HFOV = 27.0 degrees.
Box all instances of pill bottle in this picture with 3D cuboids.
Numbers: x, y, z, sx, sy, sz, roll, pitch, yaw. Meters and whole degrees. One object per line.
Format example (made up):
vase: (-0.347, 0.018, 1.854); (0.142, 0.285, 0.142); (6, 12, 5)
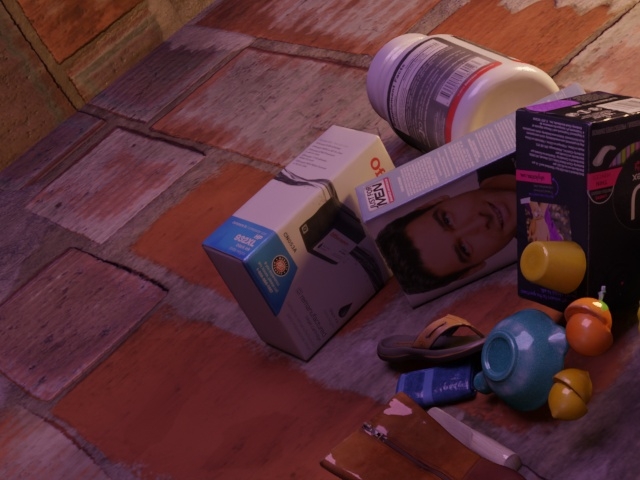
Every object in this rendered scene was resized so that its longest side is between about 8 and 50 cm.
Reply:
pill bottle: (0.235, -0.235, 2.272); (0.210, 0.210, 0.363); (-36, 30, -9)

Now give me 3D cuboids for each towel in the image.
towel: (0.162, 0.203, 1.870); (0.119, 0.029, 0.067); (-15, 35, 24)

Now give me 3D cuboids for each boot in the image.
boot: (0.102, 0.323, 1.596); (0.280, 0.096, 0.264); (31, 64, 35)

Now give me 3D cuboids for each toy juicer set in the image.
toy juicer set: (0.276, 0.177, 1.713); (0.329, 0.090, 0.209); (-62, 38, 24)

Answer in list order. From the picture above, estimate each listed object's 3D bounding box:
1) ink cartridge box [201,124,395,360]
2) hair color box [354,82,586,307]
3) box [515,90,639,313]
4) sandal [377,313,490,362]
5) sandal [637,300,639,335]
ink cartridge box: (0.000, 0.000, 2.116); (0.307, 0.223, 0.129); (-44, 33, -21)
hair color box: (0.262, -0.066, 2.022); (0.375, 0.185, 0.113); (-25, 32, 10)
box: (0.367, -0.050, 1.788); (0.165, 0.270, 0.143); (-15, 21, -31)
sandal: (0.171, 0.135, 1.907); (0.219, 0.060, 0.090); (-5, 10, 44)
sandal: (0.465, 0.082, 1.615); (0.138, 0.126, 0.317); (-9, 39, 27)
